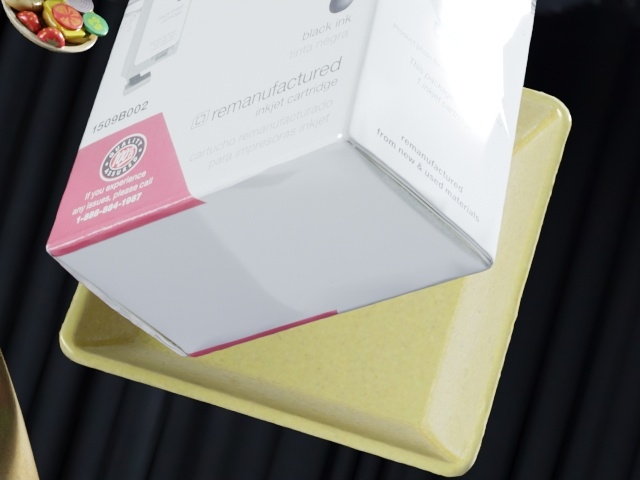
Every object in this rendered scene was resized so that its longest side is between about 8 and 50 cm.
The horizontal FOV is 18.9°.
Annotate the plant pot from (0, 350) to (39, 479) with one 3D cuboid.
[{"bbox_3d":[-0.342,0.104,1.500,0.237,0.254,0.237,-3,8,0],"label":"plant pot"}]

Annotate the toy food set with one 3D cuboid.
[{"bbox_3d":[-0.201,-0.174,1.439,0.082,0.020,0.083,-12,61,-49],"label":"toy food set"}]

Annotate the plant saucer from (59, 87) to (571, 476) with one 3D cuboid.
[{"bbox_3d":[0.000,0.000,1.551,0.333,0.333,0.081,17,-20,3],"label":"plant saucer"}]

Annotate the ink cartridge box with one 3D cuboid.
[{"bbox_3d":[-0.004,-0.102,1.000,0.207,0.283,0.117,-19,-45,38],"label":"ink cartridge box"}]
